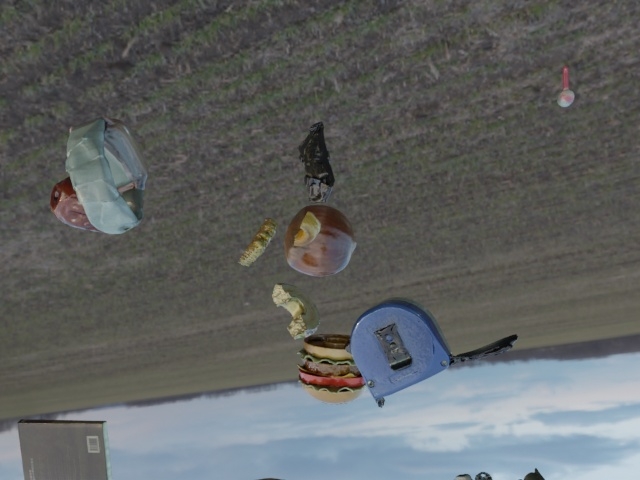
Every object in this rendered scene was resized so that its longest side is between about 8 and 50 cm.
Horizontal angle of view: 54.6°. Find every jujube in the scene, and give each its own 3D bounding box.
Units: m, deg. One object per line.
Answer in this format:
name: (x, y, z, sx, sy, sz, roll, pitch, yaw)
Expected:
jujube: (-0.645, -0.107, 1.801, 0.251, 0.174, 0.174, 5, 163, -42)

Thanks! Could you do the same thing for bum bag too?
bum bag: (-0.012, -0.214, 1.738, 0.069, 0.247, 0.102, 6, 149, -24)

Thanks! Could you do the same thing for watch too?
watch: (-0.518, -0.146, 1.496, 0.162, 0.241, 0.253, -18, 124, 6)

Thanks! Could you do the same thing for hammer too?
hammer: (0.504, -0.318, 1.274, 0.031, 0.083, 0.052, -1, 179, 10)

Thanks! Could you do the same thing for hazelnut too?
hazelnut: (0.000, 0.000, 1.790, 0.215, 0.214, 0.176, -7, -169, -3)

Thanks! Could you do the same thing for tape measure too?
tape measure: (0.230, 0.210, 1.369, 0.352, 0.215, 0.098, -29, 177, 19)

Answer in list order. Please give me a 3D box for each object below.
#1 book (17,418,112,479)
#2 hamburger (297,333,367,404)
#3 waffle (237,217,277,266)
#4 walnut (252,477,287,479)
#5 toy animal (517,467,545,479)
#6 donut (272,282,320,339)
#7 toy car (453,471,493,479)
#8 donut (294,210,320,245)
book: (-0.573, 0.481, 1.389, 0.229, 0.160, 0.024, -4, -177, 17)
hamburger: (0.051, 0.443, 2.108, 0.275, 0.212, 0.274, 3, -177, 0)
waffle: (-0.167, 0.019, 1.615, 0.046, 0.160, 0.192, 33, 127, -8)
walnut: (-0.109, 0.605, 1.307, 0.222, 0.195, 0.195, 9, 160, -37)
toy animal: (0.622, 0.840, 1.968, 0.251, 0.125, 0.127, -37, 166, 7)
donut: (-0.063, 0.190, 1.660, 0.065, 0.166, 0.108, -43, 155, 23)
toy car: (0.281, 0.413, 0.902, 0.056, 0.205, 0.095, -44, 153, -35)
donut: (-0.038, -0.020, 1.382, 0.083, 0.037, 0.067, -24, 125, 30)
